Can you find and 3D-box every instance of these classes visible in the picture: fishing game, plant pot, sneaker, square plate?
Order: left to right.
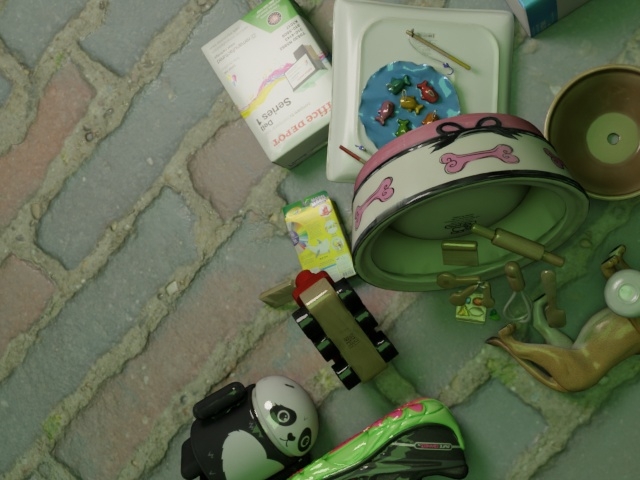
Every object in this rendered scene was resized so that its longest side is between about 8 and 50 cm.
[{"bbox_3d":[0.059,0.482,1.702,0.483,0.185,0.202,-35,78,13],"label":"sneaker"},{"bbox_3d":[0.162,-0.233,1.657,0.189,0.041,0.264,34,85,-3],"label":"fishing game"},{"bbox_3d":[0.191,-0.270,1.706,0.348,0.049,0.343,3,89,-8],"label":"square plate"},{"bbox_3d":[0.521,-0.187,1.642,0.238,0.110,0.237,0,90,18],"label":"plant pot"}]

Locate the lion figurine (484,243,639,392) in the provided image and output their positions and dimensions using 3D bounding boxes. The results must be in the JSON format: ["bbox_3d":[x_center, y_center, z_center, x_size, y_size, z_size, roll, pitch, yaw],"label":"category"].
[{"bbox_3d":[0.510,0.170,1.635,0.392,0.142,0.240,-36,86,25],"label":"lion figurine"}]

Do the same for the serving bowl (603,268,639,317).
[{"bbox_3d":[0.513,0.088,1.539,0.083,0.027,0.083,-2,84,25],"label":"serving bowl"}]

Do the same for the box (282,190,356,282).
[{"bbox_3d":[0.000,0.000,1.813,0.105,0.043,0.179,-21,84,14],"label":"box"}]

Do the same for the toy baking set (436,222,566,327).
[{"bbox_3d":[0.314,0.062,1.551,0.256,0.196,0.030,18,48,-1],"label":"toy baking set"}]

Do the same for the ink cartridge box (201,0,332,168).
[{"bbox_3d":[-0.069,-0.309,1.806,0.201,0.117,0.278,-34,80,11],"label":"ink cartridge box"}]

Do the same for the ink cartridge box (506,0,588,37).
[{"bbox_3d":[0.435,-0.534,1.638,0.270,0.197,0.198,-31,79,12],"label":"ink cartridge box"}]

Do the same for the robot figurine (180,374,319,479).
[{"bbox_3d":[-0.135,0.376,1.762,0.278,0.209,0.173,-33,67,12],"label":"robot figurine"}]

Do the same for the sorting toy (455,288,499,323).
[{"bbox_3d":[0.297,0.126,1.740,0.083,0.012,0.062,7,89,16],"label":"sorting toy"}]

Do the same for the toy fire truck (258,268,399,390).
[{"bbox_3d":[0.002,0.148,1.753,0.158,0.246,0.217,-36,118,-1],"label":"toy fire truck"}]

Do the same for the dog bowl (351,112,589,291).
[{"bbox_3d":[0.238,-0.063,1.585,0.408,0.408,0.150,-20,63,14],"label":"dog bowl"}]
